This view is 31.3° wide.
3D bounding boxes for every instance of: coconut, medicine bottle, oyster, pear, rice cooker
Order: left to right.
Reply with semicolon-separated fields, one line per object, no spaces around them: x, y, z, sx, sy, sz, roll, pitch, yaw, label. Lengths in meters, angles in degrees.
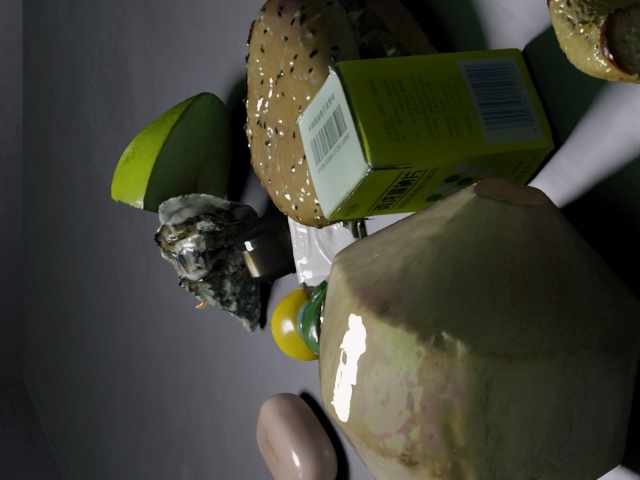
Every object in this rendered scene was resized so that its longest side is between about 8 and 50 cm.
-0.258;-0.156;1.999;0.139;0.288;0.239;24;92;21;pear
-0.171;0.040;1.974;0.162;0.158;0.351;6;143;22;oyster
-0.074;0.009;1.821;0.165;0.112;0.106;-18;-96;-82;rice cooker
0.117;-0.118;1.277;0.137;0.250;0.141;134;125;-59;medicine bottle
0.167;0.106;1.191;0.352;0.353;0.352;30;125;57;coconut

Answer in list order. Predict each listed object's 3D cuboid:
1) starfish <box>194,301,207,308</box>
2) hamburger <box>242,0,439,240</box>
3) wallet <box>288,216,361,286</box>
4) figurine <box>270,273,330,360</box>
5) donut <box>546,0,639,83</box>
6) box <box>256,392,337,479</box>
-0.217;0.005;2.212;0.138;0.050;0.247;164;103;-64;starfish
0.035;-0.165;1.490;0.277;0.195;0.318;-129;37;-48;hamburger
0.006;-0.014;1.717;0.124;0.032;0.183;-11;87;31;wallet
0.019;0.094;1.652;0.127;0.185;0.234;36;168;-4;figurine
0.270;-0.237;1.085;0.141;0.085;0.217;140;120;-74;donut
-0.042;0.351;1.923;0.200;0.088;0.146;52;141;42;box
